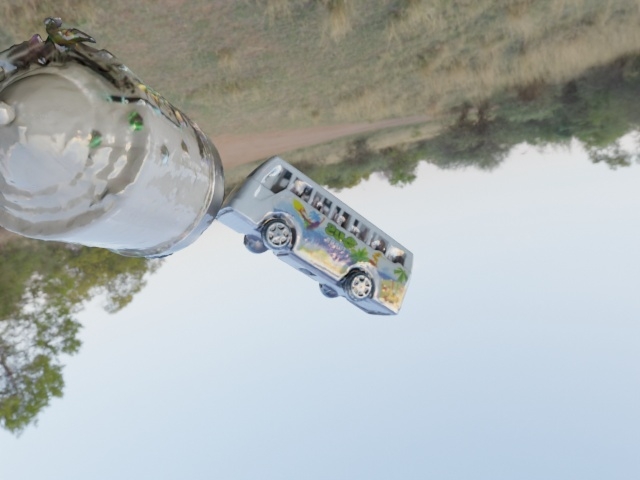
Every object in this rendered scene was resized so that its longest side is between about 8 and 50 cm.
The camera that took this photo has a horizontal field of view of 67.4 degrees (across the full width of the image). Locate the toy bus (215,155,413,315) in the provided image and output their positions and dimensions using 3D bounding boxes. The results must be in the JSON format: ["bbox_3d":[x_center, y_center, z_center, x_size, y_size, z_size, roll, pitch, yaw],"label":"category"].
[{"bbox_3d":[0.000,0.000,0.777,0.109,0.329,0.136,-11,-131,63],"label":"toy bus"}]

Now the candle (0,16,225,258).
[{"bbox_3d":[-0.225,-0.084,0.459,0.187,0.188,0.330,-12,172,7],"label":"candle"}]
